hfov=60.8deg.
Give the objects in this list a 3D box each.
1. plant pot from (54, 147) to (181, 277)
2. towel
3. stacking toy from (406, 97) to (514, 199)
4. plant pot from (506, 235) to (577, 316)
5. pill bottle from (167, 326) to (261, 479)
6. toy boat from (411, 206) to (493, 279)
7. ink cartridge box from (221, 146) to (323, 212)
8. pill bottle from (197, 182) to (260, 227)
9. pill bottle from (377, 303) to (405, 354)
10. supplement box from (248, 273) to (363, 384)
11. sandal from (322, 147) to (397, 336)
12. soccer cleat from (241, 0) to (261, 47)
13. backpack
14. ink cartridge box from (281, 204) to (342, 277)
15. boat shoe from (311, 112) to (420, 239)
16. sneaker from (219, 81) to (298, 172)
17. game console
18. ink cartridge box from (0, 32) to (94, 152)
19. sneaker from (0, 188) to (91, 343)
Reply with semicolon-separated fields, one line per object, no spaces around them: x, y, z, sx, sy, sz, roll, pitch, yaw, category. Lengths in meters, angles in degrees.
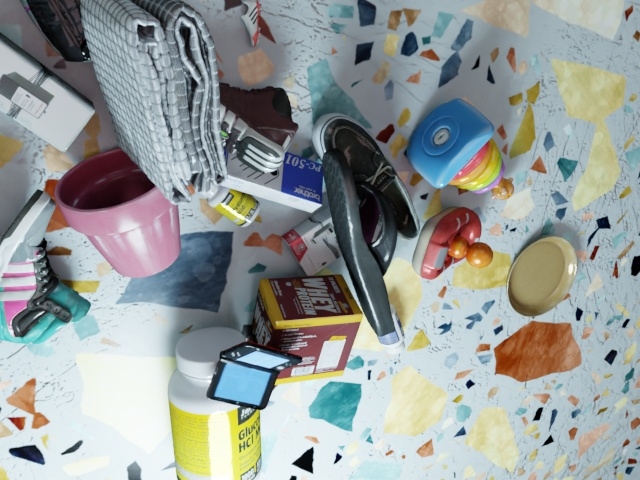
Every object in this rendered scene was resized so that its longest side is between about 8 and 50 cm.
-0.334;-0.041;0.966;0.201;0.201;0.180;-20;130;-15;plant pot
-0.237;-0.223;0.811;0.121;0.235;0.283;-26;135;-25;towel
0.355;-0.168;1.235;0.302;0.165;0.175;26;113;-39;stacking toy
0.596;0.096;1.487;0.237;0.032;0.236;-7;111;-20;plant pot
-0.221;0.362;1.153;0.188;0.188;0.333;-7;112;-20;pill bottle
0.317;0.015;1.235;0.231;0.151;0.150;-25;134;-54;toy boat
-0.093;-0.131;1.078;0.207;0.046;0.097;15;63;-27;ink cartridge box
-0.181;-0.081;1.076;0.116;0.065;0.065;36;92;-29;pill bottle
0.167;0.218;1.332;0.067;0.067;0.120;-28;117;-11;pill bottle
-0.038;0.190;1.170;0.192;0.129;0.194;-2;127;-22;supplement box
0.098;-0.001;1.107;0.107;0.167;0.445;-23;125;-6;sandal
-0.129;-0.399;1.003;0.036;0.029;0.083;1;105;-14;soccer cleat
-0.388;-0.374;0.854;0.152;0.115;0.181;-20;116;-1;backpack
0.000;0.000;1.187;0.135;0.056;0.099;-34;118;-8;ink cartridge box
0.116;-0.133;1.150;0.121;0.119;0.335;-46;119;-2;boat shoe
-0.164;-0.257;1.014;0.281;0.106;0.162;36;56;-8;sneaker
-0.123;0.260;1.038;0.144;0.085;0.124;25;140;-37;game console
-0.465;-0.243;0.849;0.208;0.153;0.087;39;90;-30;ink cartridge box
-0.487;0.069;0.967;0.179;0.124;0.295;27;105;-23;sneaker
